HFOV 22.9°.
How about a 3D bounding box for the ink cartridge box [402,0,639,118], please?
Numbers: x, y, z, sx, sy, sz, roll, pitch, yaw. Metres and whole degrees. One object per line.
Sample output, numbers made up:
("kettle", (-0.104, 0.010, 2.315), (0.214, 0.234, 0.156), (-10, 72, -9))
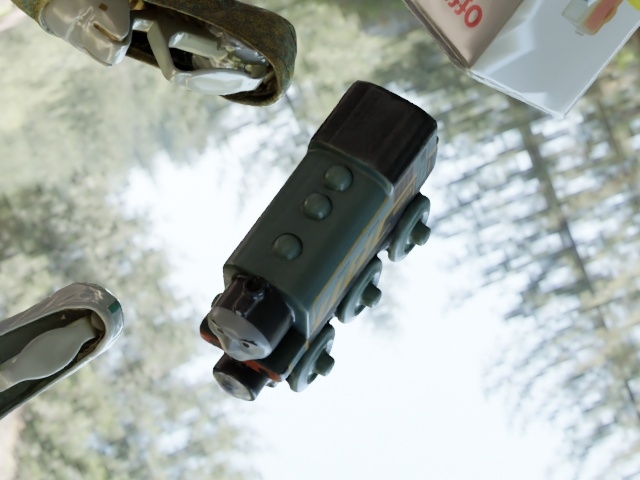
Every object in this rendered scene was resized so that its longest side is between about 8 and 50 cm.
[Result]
("ink cartridge box", (0.257, -0.363, 1.630), (0.384, 0.160, 0.279), (-52, -140, 20))

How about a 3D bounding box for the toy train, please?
("toy train", (0.000, 0.000, 1.541), (0.334, 0.142, 0.190), (-53, 162, -23))

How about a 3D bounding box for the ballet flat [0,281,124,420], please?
("ballet flat", (-0.430, 0.181, 2.026), (0.400, 0.139, 0.139), (-32, -168, -8))

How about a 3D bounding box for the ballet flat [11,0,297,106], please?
("ballet flat", (-0.179, -0.220, 1.639), (0.349, 0.123, 0.123), (15, 173, -26))
